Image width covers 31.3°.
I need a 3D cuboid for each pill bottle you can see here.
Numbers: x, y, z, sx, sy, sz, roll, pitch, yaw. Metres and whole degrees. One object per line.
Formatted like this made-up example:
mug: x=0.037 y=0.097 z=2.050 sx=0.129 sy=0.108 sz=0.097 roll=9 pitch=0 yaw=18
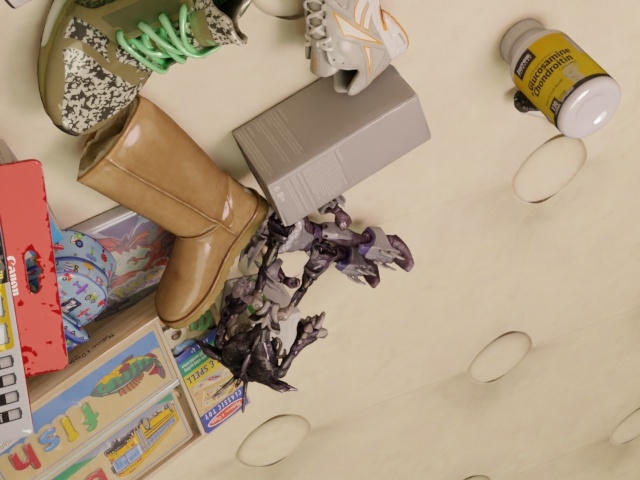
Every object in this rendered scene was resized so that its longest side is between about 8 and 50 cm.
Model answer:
pill bottle: x=0.337 y=-0.237 z=1.638 sx=0.103 sy=0.184 sz=0.103 roll=-20 pitch=139 yaw=-18

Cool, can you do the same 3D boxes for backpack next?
backpack: x=-0.353 y=0.070 z=1.497 sx=0.173 sy=0.117 sz=0.158 roll=-26 pitch=142 yaw=9

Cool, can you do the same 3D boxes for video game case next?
video game case: x=-0.253 y=0.016 z=1.610 sx=0.201 sy=0.023 sz=0.183 roll=-25 pitch=141 yaw=-12

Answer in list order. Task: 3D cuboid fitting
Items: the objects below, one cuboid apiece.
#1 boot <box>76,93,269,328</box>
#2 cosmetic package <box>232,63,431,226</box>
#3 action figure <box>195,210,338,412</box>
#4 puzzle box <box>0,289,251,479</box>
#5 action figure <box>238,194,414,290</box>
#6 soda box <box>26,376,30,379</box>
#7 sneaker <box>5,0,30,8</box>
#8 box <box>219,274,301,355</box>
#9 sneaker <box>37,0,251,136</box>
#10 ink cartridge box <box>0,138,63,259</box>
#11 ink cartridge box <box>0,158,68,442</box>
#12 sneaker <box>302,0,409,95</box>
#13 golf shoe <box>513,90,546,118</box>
boot: x=-0.219 y=-0.033 z=1.500 sx=0.269 sy=0.089 sz=0.236 roll=36 pitch=84 yaw=-45
cosmetic package: x=0.016 y=-0.143 z=1.555 sx=0.238 sy=0.127 sz=0.107 roll=-28 pitch=141 yaw=-5
action figure: x=-0.067 y=0.106 z=1.621 sx=0.276 sy=0.164 sz=0.141 roll=-65 pitch=171 yaw=23
puzzle box: x=-0.301 y=0.256 z=1.654 sx=0.409 sy=0.052 sz=0.272 roll=-36 pitch=135 yaw=-22
action figure: x=0.000 y=0.000 z=1.717 sx=0.285 sy=0.099 sz=0.185 roll=15 pitch=133 yaw=-39
soda box: x=-0.481 y=0.237 z=1.621 sx=0.263 sy=0.092 sz=0.083 roll=-9 pitch=133 yaw=-28
sneaker: x=-0.281 y=-0.367 z=1.106 sx=0.178 sy=0.124 sz=0.295 roll=-26 pitch=149 yaw=-3
box: x=-0.095 y=0.122 z=1.769 sx=0.087 sy=0.101 sz=0.102 roll=-11 pitch=136 yaw=-27
sneaker: x=-0.159 y=-0.256 z=1.265 sx=0.410 sy=0.182 sz=0.158 roll=-47 pitch=140 yaw=16
ink cartridge box: x=-0.452 y=-0.007 z=1.398 sx=0.231 sy=0.078 sz=0.134 roll=-30 pitch=141 yaw=-6
ink cartridge box: x=-0.424 y=0.083 z=1.311 sx=0.272 sy=0.130 sz=0.309 roll=-13 pitch=121 yaw=-20
sneaker: x=0.017 y=-0.271 z=1.421 sx=0.121 sy=0.099 sz=0.262 roll=-53 pitch=141 yaw=-6
golf shoe: x=0.380 y=-0.201 z=1.794 sx=0.198 sy=0.077 sz=0.094 roll=-8 pitch=135 yaw=-28
